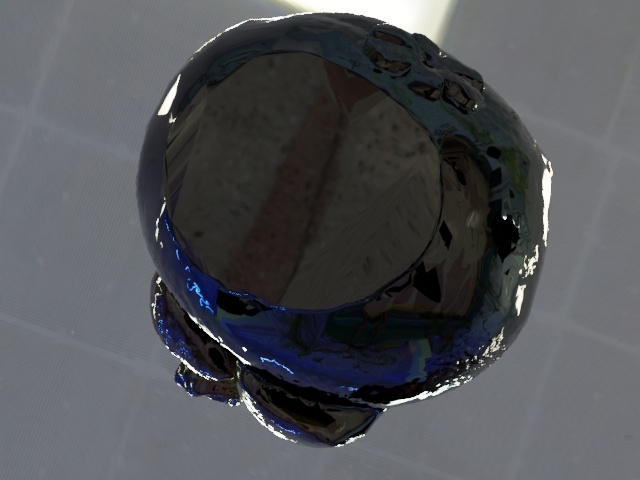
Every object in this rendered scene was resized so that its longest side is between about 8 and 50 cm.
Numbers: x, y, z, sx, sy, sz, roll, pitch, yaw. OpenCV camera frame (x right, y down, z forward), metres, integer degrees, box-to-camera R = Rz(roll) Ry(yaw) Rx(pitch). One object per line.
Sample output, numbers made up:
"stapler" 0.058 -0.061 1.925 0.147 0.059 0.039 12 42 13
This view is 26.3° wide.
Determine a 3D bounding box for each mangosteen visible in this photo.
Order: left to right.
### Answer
"mangosteen" 0.001 -0.002 0.862 0.288 0.233 0.287 -1 -95 11
